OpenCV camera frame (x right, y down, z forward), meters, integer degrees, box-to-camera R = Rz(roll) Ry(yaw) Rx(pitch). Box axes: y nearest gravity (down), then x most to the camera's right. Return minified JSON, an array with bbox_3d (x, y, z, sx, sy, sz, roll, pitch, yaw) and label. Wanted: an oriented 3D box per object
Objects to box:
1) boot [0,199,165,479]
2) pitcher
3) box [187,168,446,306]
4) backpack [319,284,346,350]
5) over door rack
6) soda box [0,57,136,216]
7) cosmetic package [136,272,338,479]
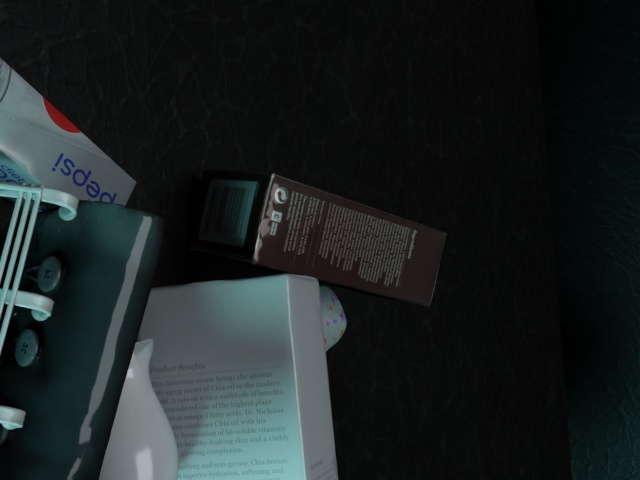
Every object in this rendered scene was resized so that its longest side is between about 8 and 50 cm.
[{"bbox_3d":[-0.228,0.179,0.848,0.146,0.367,0.445,36,63,-50],"label":"boot"},{"bbox_3d":[-0.251,0.237,1.034,0.125,0.178,0.207,-3,78,-24],"label":"pitcher"},{"bbox_3d":[0.000,0.000,1.336,0.381,0.191,0.143,14,86,-39],"label":"box"},{"bbox_3d":[-0.041,0.150,1.398,0.182,0.115,0.152,-34,110,-54],"label":"backpack"},{"bbox_3d":[-0.419,0.040,0.800,0.324,0.108,0.240,11,71,-8],"label":"over door rack"},{"bbox_3d":[-0.361,-0.113,1.007,0.286,0.091,0.098,47,49,-40],"label":"soda box"},{"bbox_3d":[-0.107,0.283,1.137,0.161,0.230,0.453,18,66,-73],"label":"cosmetic package"}]
